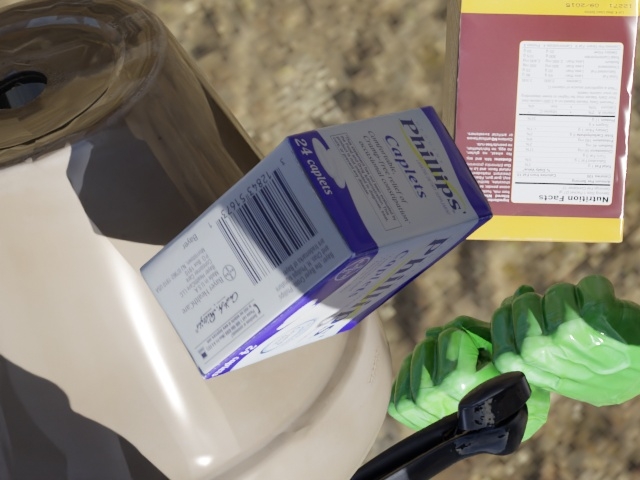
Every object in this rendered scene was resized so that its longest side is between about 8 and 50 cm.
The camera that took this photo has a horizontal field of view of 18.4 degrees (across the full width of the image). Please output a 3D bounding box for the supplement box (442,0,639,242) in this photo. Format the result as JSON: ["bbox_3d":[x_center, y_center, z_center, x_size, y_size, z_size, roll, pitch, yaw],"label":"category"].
[{"bbox_3d":[0.161,-0.121,1.505,0.129,0.191,0.194,2,111,1],"label":"supplement box"}]

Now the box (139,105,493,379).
[{"bbox_3d":[0.000,0.000,1.030,0.126,0.137,0.072,-39,77,35],"label":"box"}]

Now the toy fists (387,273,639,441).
[{"bbox_3d":[0.181,0.111,1.825,0.279,0.142,0.096,-26,57,40],"label":"toy fists"}]

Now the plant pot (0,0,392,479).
[{"bbox_3d":[-0.141,0.014,1.225,0.323,0.323,0.280,16,138,35],"label":"plant pot"}]

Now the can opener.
[{"bbox_3d":[0.099,0.173,1.678,0.059,0.186,0.073,34,149,63],"label":"can opener"}]
